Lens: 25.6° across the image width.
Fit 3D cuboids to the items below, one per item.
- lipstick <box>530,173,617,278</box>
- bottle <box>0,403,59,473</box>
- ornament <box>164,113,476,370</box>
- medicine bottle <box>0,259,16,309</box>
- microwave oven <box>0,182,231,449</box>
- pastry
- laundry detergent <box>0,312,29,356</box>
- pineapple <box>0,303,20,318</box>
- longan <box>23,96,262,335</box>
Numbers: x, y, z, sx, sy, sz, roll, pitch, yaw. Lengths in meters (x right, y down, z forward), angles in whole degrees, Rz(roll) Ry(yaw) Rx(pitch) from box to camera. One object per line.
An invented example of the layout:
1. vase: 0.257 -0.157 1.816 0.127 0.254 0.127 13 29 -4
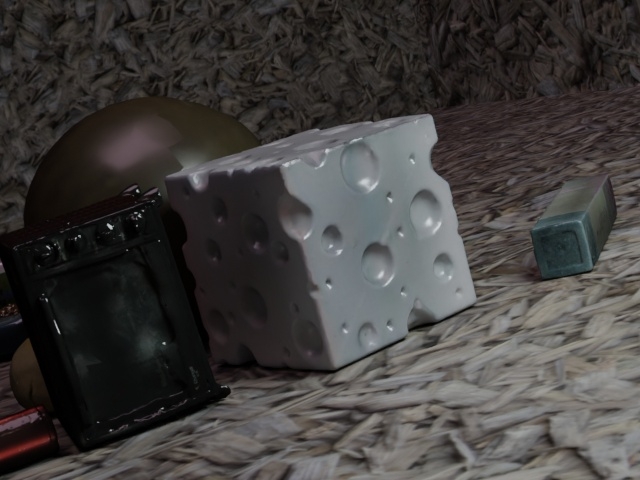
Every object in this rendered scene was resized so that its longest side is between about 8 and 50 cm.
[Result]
1. lipstick: 0.335 -0.024 1.839 0.068 0.066 0.317 -13 9 20
2. bottle: -0.358 0.225 1.470 0.164 0.060 0.060 -19 10 -23
3. ornament: 0.000 0.000 1.673 0.239 0.240 0.239 -22 12 -38
4. medicine bottle: -0.521 0.089 2.367 0.219 0.115 0.078 -16 10 -8
5. microwave oven: -0.232 0.083 1.549 0.178 0.247 0.188 -21 9 -18
6. pastry: -0.306 0.152 1.725 0.156 0.092 0.156 -20 13 5
7. laundry detergent: -0.525 0.157 2.136 0.206 0.061 0.096 -14 10 9
8. pineapple: -0.531 0.151 2.259 0.124 0.058 0.058 -30 12 -10
9. longan: -0.233 -0.019 1.921 0.404 0.336 0.404 -51 7 9
